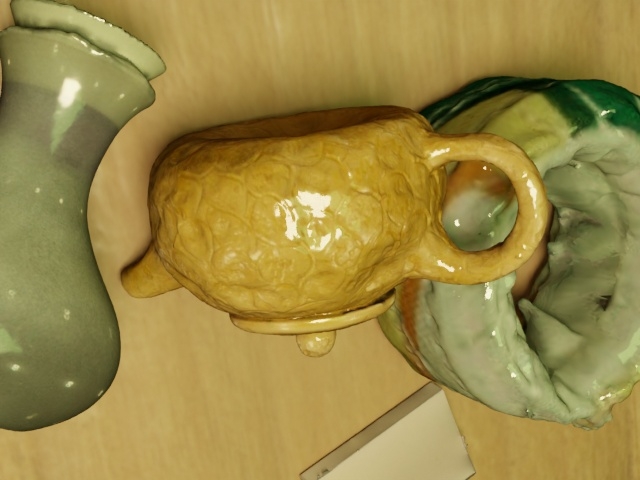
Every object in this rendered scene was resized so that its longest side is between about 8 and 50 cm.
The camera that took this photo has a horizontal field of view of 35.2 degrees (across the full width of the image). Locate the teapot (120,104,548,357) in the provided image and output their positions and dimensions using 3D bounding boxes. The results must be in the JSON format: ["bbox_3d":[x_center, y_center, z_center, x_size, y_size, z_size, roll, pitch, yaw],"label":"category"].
[{"bbox_3d":[0.000,0.000,0.692,0.203,0.311,0.167,-38,121,-67],"label":"teapot"}]

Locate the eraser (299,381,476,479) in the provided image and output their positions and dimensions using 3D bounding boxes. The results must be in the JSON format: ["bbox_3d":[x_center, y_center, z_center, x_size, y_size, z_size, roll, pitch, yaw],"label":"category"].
[{"bbox_3d":[0.063,0.207,0.899,0.150,0.023,0.103,-32,116,-19],"label":"eraser"}]

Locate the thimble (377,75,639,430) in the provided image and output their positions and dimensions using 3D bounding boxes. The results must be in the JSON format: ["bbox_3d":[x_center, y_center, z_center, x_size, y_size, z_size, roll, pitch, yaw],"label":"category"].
[{"bbox_3d":[0.175,0.010,0.829,0.254,0.167,0.288,-14,108,-24],"label":"thimble"}]

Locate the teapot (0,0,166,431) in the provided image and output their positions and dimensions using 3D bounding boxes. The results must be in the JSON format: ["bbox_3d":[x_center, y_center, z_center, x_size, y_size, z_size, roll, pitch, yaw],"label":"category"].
[{"bbox_3d":[-0.187,-0.016,0.629,0.183,0.183,0.250,26,79,-31],"label":"teapot"}]
